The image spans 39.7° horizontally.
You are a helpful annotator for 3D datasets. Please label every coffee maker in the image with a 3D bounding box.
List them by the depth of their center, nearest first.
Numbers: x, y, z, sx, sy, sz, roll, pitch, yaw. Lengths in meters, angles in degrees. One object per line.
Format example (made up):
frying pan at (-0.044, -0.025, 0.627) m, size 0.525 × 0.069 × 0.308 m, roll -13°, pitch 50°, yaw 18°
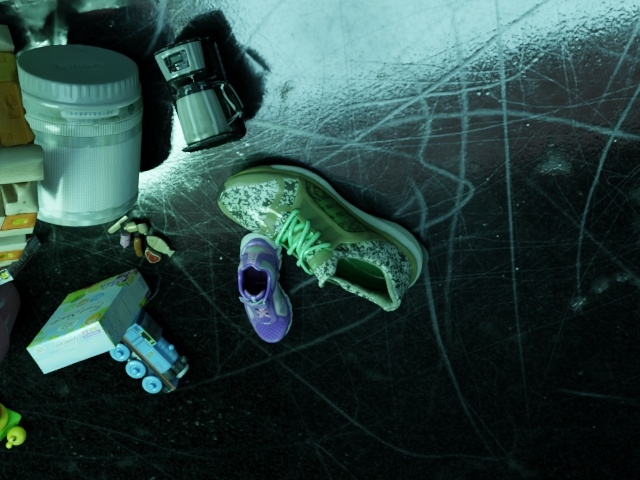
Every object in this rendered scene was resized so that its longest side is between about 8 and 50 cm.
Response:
coffee maker at (-0.206, -0.248, 1.519) m, size 0.120 × 0.171 × 0.178 m, roll -17°, pitch 94°, yaw -8°

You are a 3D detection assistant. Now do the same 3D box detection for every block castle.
block castle at (-0.617, -0.126, 1.456) m, size 0.453 × 0.212 × 0.303 m, roll -41°, pitch 63°, yaw 55°

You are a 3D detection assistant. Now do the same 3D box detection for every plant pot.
plant pot at (-0.706, 0.158, 1.794) m, size 0.201 × 0.180 × 0.201 m, roll 4°, pitch 119°, yaw 8°

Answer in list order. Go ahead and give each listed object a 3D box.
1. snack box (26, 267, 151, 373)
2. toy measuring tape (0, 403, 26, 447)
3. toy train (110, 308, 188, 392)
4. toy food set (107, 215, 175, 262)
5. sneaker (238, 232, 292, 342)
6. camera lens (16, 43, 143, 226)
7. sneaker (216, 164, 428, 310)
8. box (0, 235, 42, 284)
snack box at (-0.447, 0.153, 1.732) m, size 0.174 × 0.207 × 0.070 m, roll -21°, pitch 113°, yaw 19°
toy measuring tape at (-0.815, 0.382, 1.973) m, size 0.330 × 0.121 × 0.121 m, roll 27°, pitch 119°, yaw -5°
toy train at (-0.353, 0.236, 1.837) m, size 0.105 × 0.080 × 0.184 m, roll -35°, pitch 107°, yaw 18°
toy food set at (-0.353, 0.000, 1.743) m, size 0.078 × 0.019 × 0.122 m, roll -36°, pitch 115°, yaw 25°
sneaker at (-0.115, 0.106, 1.710) m, size 0.095 × 0.105 × 0.237 m, roll -3°, pitch 119°, yaw 9°
camera lens at (-0.422, -0.177, 1.541) m, size 0.219 × 0.219 × 0.274 m, roll 12°, pitch 120°, yaw 3°
sneaker at (0.000, 0.000, 1.587) m, size 0.410 × 0.182 × 0.158 m, roll 24°, pitch 120°, yaw -3°
box at (-0.617, 0.047, 1.743) m, size 0.093 × 0.137 × 0.027 m, roll -21°, pitch 113°, yaw 19°
